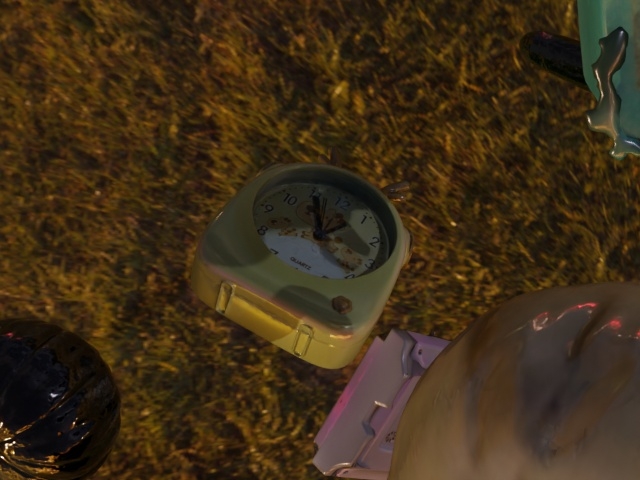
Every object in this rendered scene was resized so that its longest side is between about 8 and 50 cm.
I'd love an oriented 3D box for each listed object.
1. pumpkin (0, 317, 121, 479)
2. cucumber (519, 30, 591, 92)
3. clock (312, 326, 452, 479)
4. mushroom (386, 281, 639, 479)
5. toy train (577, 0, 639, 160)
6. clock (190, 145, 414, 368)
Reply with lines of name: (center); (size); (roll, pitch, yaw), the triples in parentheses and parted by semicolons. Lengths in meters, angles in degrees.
pumpkin: (-0.339, 0.194, 1.239); (0.221, 0.162, 0.220); (13, 124, 20)
cucumber: (0.340, -0.182, 1.172); (0.284, 0.056, 0.056); (26, 93, 35)
clock: (0.118, 0.246, 1.537); (0.083, 0.186, 0.253); (43, 109, 44)
mushroom: (0.200, 0.157, 0.557); (0.314, 0.336, 0.314); (22, 122, 39)
toy train: (0.190, -0.115, 0.405); (0.203, 0.112, 0.162); (-6, 112, 11)
clock: (0.000, 0.000, 1.341); (0.235, 0.308, 0.096); (28, 138, 9)
